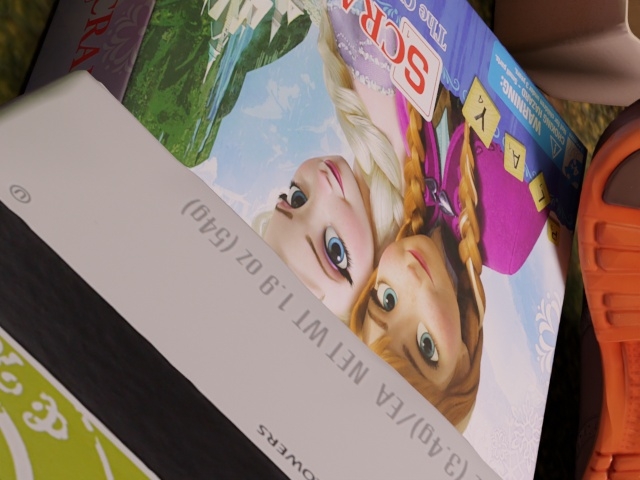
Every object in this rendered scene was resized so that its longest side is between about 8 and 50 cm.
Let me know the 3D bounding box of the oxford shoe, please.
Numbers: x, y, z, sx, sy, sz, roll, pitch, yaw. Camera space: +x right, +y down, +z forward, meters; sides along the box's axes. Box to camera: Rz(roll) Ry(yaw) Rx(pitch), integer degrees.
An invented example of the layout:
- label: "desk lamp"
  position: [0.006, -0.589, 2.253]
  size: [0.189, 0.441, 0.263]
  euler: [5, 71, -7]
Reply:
- label: "oxford shoe"
  position: [0.200, 0.097, 0.979]
  size: [0.132, 0.130, 0.363]
  euler: [-67, 157, -71]

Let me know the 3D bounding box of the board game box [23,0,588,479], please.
- label: "board game box"
  position: [0.000, 0.000, 0.795]
  size: [0.319, 0.066, 0.318]
  euler: [43, 48, -39]

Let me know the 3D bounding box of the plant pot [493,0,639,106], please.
- label: "plant pot"
  position: [0.159, -0.136, 1.025]
  size: [0.109, 0.096, 0.109]
  euler: [28, 58, -47]

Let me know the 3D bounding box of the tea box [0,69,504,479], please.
- label: "tea box"
  position: [-0.064, 0.183, 0.384]
  size: [0.329, 0.220, 0.323]
  euler: [44, 29, -1]

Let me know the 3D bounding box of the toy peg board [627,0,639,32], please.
- label: "toy peg board"
  position: [0.240, -0.138, 1.174]
  size: [0.160, 0.079, 0.161]
  euler: [-54, 125, -26]
